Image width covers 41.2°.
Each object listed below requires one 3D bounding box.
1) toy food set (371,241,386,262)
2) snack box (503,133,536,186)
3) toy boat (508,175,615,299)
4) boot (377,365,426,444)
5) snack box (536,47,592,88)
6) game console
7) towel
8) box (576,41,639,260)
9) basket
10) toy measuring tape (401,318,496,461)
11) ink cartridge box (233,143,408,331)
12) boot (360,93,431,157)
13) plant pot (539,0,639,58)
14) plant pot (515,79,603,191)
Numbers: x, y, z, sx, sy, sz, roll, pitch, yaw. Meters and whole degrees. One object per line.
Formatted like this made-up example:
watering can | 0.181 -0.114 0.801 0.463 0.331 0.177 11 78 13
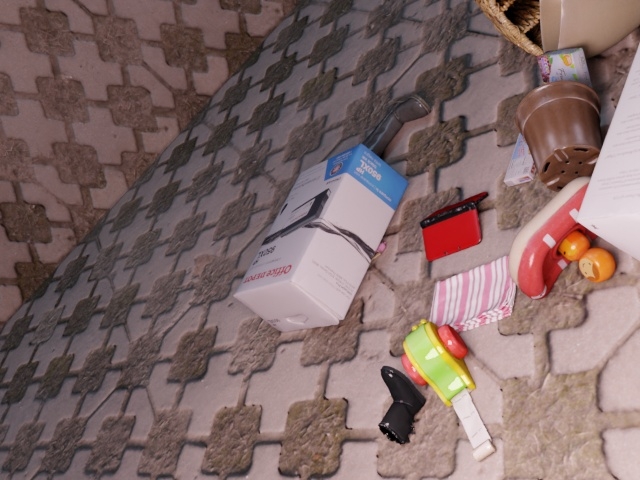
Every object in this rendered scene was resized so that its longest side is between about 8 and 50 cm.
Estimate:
toy food set | 0.123 0.020 1.999 0.078 0.019 0.122 -36 23 21
snack box | 0.442 -0.193 1.813 0.064 0.022 0.178 -15 42 48
toy boat | 0.437 0.015 1.458 0.231 0.151 0.151 -45 57 4
boot | 0.133 0.296 1.520 0.045 0.121 0.099 -10 39 53
snack box | 0.509 -0.321 1.756 0.037 0.141 0.100 -30 20 -24
game console | 0.294 -0.031 1.824 0.144 0.085 0.124 -22 6 39
towel | 0.288 0.107 1.636 0.197 0.029 0.144 -25 34 37
box | 0.576 -0.152 1.314 0.215 0.168 0.346 -6 58 66
basket | 0.537 -0.621 2.025 0.299 0.213 0.223 -43 27 10
toy measuring tape | 0.213 0.237 1.484 0.121 0.121 0.330 -40 29 14
ink cartridge box | 0.000 0.000 2.009 0.285 0.166 0.395 -19 39 56
boot | 0.183 -0.287 2.248 0.208 0.076 0.189 -46 12 -11
plant pot | 0.585 -0.521 1.821 0.190 0.284 0.284 -3 40 6
plant pot | 0.471 -0.191 1.639 0.167 0.167 0.165 -30 41 30
